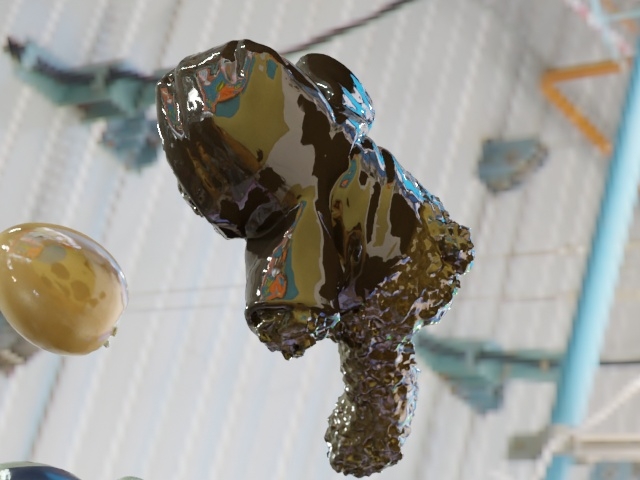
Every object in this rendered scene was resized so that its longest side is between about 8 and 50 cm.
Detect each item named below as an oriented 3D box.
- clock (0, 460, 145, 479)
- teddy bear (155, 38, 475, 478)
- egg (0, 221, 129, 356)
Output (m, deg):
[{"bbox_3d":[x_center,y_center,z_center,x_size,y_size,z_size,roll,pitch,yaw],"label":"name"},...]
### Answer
[{"bbox_3d":[-0.184,0.229,1.299,0.199,0.146,0.243,-42,-22,-4],"label":"clock"},{"bbox_3d":[0.009,-0.001,0.637,0.160,0.078,0.119,56,-150,-42],"label":"teddy bear"},{"bbox_3d":[-0.173,0.029,1.303,0.096,0.080,0.080,42,-125,-28],"label":"egg"}]
